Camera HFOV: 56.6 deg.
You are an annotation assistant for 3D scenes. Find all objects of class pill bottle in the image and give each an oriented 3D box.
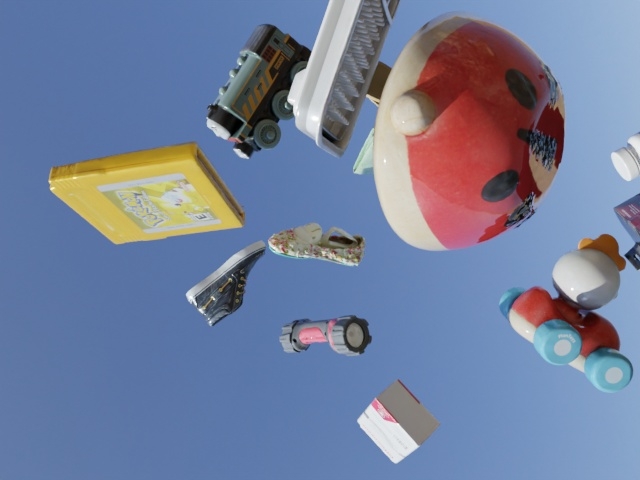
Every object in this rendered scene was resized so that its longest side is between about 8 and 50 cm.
[{"bbox_3d":[0.696,-0.193,1.221,0.094,0.169,0.094,58,-169,-18],"label":"pill bottle"}]

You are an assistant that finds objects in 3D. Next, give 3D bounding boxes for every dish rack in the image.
[{"bbox_3d":[0.042,-0.299,0.894,0.285,0.072,0.332,-18,-53,-80],"label":"dish rack"}]

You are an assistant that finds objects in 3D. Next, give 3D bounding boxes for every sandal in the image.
[{"bbox_3d":[0.143,-0.276,1.162,0.240,0.079,0.088,21,-114,-2],"label":"sandal"}]

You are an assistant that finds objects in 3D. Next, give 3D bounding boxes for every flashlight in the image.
[{"bbox_3d":[0.001,0.258,1.575,0.103,0.304,0.103,-17,-90,-40],"label":"flashlight"}]

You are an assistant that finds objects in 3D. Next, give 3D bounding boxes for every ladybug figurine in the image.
[{"bbox_3d":[0.210,-0.126,0.765,0.449,0.162,0.305,-10,-68,-60],"label":"ladybug figurine"}]

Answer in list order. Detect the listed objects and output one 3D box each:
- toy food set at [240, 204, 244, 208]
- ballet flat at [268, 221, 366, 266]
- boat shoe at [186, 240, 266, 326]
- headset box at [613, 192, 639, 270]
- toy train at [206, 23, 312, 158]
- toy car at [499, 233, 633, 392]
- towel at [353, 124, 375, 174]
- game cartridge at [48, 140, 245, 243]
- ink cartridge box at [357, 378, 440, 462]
[{"bbox_3d":[-0.251,-0.082,1.639,0.083,0.082,0.020,-19,-85,-4],"label":"toy food set"},{"bbox_3d":[0.000,0.000,1.288,0.241,0.091,0.077,9,-61,-37],"label":"ballet flat"},{"bbox_3d":[-0.163,0.084,1.149,0.183,0.065,0.083,-38,-98,-2],"label":"boat shoe"},{"bbox_3d":[0.641,-0.044,0.969,0.110,0.293,0.218,53,-162,-11],"label":"headset box"},{"bbox_3d":[-0.150,-0.377,1.500,0.190,0.142,0.333,35,-96,-32],"label":"toy train"},{"bbox_3d":[0.483,0.106,1.078,0.210,0.219,0.238,29,-79,-8],"label":"toy car"},{"bbox_3d":[0.241,-0.150,1.136,0.325,0.248,0.038,7,-103,-4],"label":"towel"},{"bbox_3d":[-0.356,-0.086,1.251,0.285,0.324,0.052,62,-159,-60],"label":"game cartridge"},{"bbox_3d":[0.140,0.335,1.093,0.063,0.150,0.109,-36,-109,-27],"label":"ink cartridge box"}]
